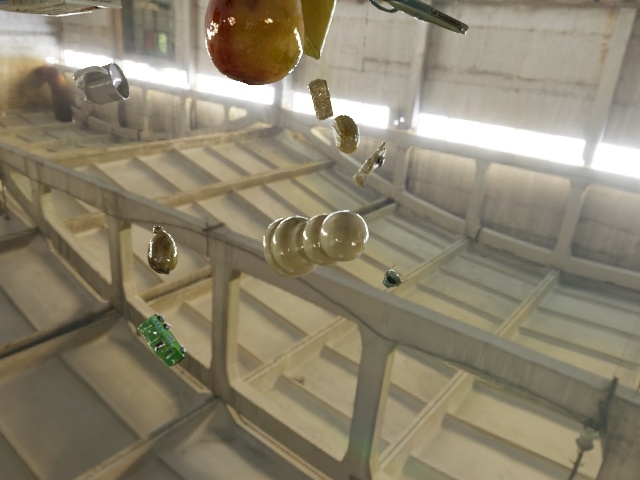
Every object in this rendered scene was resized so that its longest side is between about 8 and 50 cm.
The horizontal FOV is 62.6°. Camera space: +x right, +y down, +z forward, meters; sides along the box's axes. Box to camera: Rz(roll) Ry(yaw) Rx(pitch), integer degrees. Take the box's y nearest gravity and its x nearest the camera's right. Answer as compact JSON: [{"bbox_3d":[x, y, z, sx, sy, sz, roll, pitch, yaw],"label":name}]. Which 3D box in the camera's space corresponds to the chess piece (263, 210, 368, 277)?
[{"bbox_3d":[0.000,0.000,1.345,0.167,0.167,0.300,-17,-177,-42],"label":"chess piece"}]

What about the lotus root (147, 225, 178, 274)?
[{"bbox_3d":[-0.683,0.043,2.275,0.139,0.214,0.138,-5,179,0],"label":"lotus root"}]

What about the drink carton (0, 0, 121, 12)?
[{"bbox_3d":[-0.764,-0.730,1.523,0.325,0.132,0.194,9,-159,29],"label":"drink carton"}]

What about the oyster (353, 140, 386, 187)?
[{"bbox_3d":[0.198,-0.306,2.038,0.061,0.106,0.200,30,-119,21],"label":"oyster"}]

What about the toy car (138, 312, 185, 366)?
[{"bbox_3d":[-0.479,0.304,1.590,0.071,0.165,0.062,-37,176,9],"label":"toy car"}]

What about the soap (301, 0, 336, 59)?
[{"bbox_3d":[-0.079,-0.874,1.858,0.306,0.427,0.115,30,-139,21],"label":"soap"}]

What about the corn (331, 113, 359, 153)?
[{"bbox_3d":[0.083,-0.352,1.737,0.091,0.091,0.260,-18,-153,6],"label":"corn"}]

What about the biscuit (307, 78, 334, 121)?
[{"bbox_3d":[0.003,-0.590,2.204,0.082,0.168,0.070,-23,-153,-10],"label":"biscuit"}]

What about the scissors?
[{"bbox_3d":[0.260,-0.618,1.407,0.289,0.041,0.138,24,173,3],"label":"scissors"}]

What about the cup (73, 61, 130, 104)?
[{"bbox_3d":[-0.794,-0.556,1.895,0.142,0.134,0.173,-13,-162,7],"label":"cup"}]

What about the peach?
[{"bbox_3d":[-0.191,-0.653,1.585,0.373,0.372,0.290,-18,-125,-43],"label":"peach"}]

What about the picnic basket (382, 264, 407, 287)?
[{"bbox_3d":[0.246,0.127,1.760,0.065,0.083,0.083,51,-146,11],"label":"picnic basket"}]
